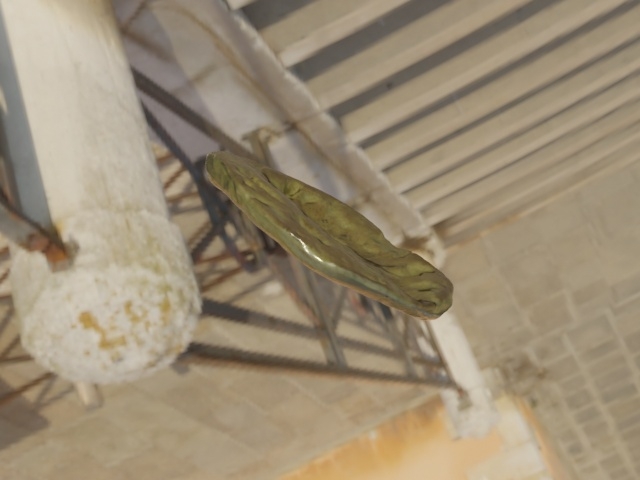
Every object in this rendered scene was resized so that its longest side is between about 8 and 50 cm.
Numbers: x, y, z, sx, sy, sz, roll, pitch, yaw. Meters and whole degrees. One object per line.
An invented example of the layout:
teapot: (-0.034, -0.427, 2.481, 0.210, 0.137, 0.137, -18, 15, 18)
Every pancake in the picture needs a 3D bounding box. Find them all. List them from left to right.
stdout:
pancake: (0.000, 0.000, 0.962, 0.242, 0.242, 0.050, 21, 103, -47)
